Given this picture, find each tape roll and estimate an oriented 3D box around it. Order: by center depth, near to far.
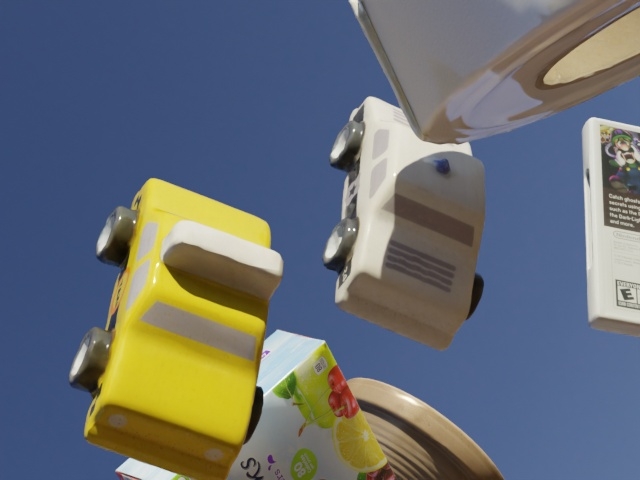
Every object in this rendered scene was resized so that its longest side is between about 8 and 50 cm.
[{"bbox_3d":[0.163,-0.160,0.845,0.286,0.100,0.286,-25,-8,-4],"label":"tape roll"}]

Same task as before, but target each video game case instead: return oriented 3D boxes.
[{"bbox_3d":[0.282,0.002,1.107,0.022,0.190,0.173,115,163,-56],"label":"video game case"}]

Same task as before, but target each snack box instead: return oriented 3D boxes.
[{"bbox_3d":[-0.031,0.202,1.158,0.174,0.070,0.207,-39,-63,-27],"label":"snack box"}]

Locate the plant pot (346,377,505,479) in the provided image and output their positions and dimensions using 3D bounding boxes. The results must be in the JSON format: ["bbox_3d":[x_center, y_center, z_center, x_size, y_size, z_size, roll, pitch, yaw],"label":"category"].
[{"bbox_3d":[0.092,0.276,1.761,0.109,0.237,0.237,-51,-37,-23],"label":"plant pot"}]

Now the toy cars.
[{"bbox_3d":[0.000,0.000,0.903,0.394,0.176,0.087,-25,-21,-46],"label":"toy cars"}]
